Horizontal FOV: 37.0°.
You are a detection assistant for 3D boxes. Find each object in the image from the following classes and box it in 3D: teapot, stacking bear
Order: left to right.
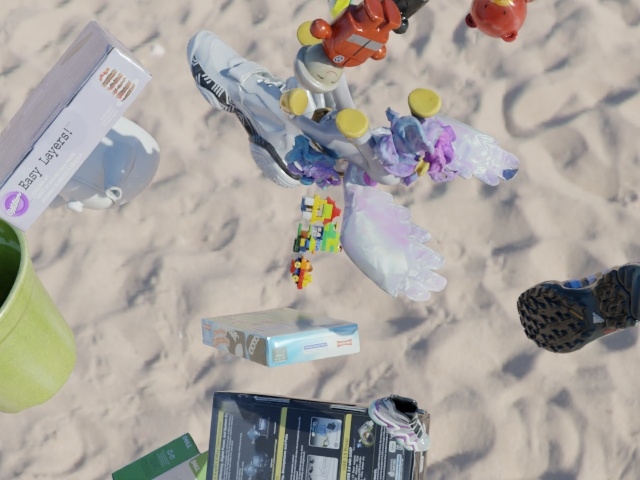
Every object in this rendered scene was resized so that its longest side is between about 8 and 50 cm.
[{"bbox_3d":[-0.452,-0.141,1.881,0.252,0.256,0.187,18,74,9],"label":"teapot"},{"bbox_3d":[0.382,-0.524,1.833,0.175,0.164,0.289,27,87,7],"label":"stacking bear"}]

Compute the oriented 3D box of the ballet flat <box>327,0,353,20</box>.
[{"bbox_3d":[0.046,-0.535,1.978,0.077,0.231,0.077,11,59,-12],"label":"ballet flat"}]

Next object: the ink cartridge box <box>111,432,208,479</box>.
[{"bbox_3d":[-0.254,0.416,1.714,0.209,0.109,0.062,-28,42,-12],"label":"ink cartridge box"}]

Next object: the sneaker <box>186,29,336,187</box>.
[{"bbox_3d":[-0.095,-0.299,1.863,0.366,0.210,0.137,54,34,4],"label":"sneaker"}]

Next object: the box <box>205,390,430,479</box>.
[{"bbox_3d":[-0.016,0.427,1.378,0.318,0.097,0.395,2,83,19],"label":"box"}]

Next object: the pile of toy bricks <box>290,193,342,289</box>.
[{"bbox_3d":[0.000,0.000,2.109,0.105,0.212,0.118,8,12,-7],"label":"pile of toy bricks"}]

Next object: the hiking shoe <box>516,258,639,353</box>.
[{"bbox_3d":[0.419,0.097,1.415,0.132,0.304,0.113,-11,85,-29],"label":"hiking shoe"}]

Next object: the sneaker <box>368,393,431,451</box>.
[{"bbox_3d":[0.115,0.228,1.204,0.098,0.069,0.038,36,49,-15],"label":"sneaker"}]

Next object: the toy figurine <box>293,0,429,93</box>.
[{"bbox_3d":[0.009,-0.295,1.088,0.209,0.148,0.213,47,43,-9],"label":"toy figurine"}]

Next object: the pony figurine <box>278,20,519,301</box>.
[{"bbox_3d":[0.092,-0.126,1.425,0.351,0.363,0.303,33,77,14],"label":"pony figurine"}]

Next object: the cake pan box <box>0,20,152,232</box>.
[{"bbox_3d":[-0.344,-0.155,1.253,0.267,0.070,0.246,-51,26,2],"label":"cake pan box"}]

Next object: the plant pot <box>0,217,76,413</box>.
[{"bbox_3d":[-0.516,0.136,1.489,0.276,0.254,0.276,-10,51,13],"label":"plant pot"}]

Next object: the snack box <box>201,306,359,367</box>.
[{"bbox_3d":[-0.086,0.181,1.847,0.187,0.060,0.322,-6,5,-28],"label":"snack box"}]
